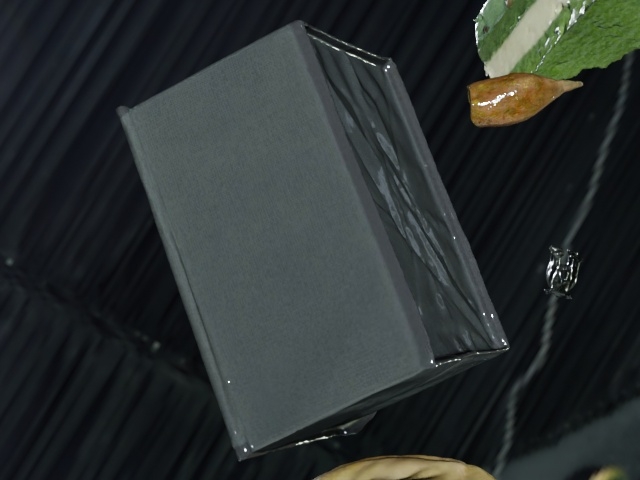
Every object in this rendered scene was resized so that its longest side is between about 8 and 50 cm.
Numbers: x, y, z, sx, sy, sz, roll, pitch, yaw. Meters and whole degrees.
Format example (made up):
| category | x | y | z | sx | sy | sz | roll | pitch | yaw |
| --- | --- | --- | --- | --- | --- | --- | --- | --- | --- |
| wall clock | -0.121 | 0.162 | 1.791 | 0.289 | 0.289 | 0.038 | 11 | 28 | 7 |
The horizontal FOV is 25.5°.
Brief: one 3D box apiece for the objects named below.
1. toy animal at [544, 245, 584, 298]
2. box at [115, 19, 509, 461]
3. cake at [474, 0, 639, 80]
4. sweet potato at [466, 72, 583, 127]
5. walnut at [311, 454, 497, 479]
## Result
| category | x | y | z | sx | sy | sz | roll | pitch | yaw |
| --- | --- | --- | --- | --- | --- | --- | --- | --- | --- |
| toy animal | 0.337 | 0.048 | 1.974 | 0.047 | 0.065 | 0.135 | 15 | 7 | 3 |
| box | -0.001 | 0.000 | 1.322 | 0.251 | 0.204 | 0.345 | 5 | 61 | -68 |
| cake | 0.316 | -0.269 | 1.583 | 0.172 | 0.158 | 0.283 | 7 | -35 | -27 |
| sweet potato | 0.190 | -0.135 | 1.320 | 0.117 | 0.049 | 0.049 | -12 | 3 | -8 |
| walnut | 0.053 | 0.248 | 0.941 | 0.228 | 0.228 | 0.228 | 31 | -4 | 2 |
